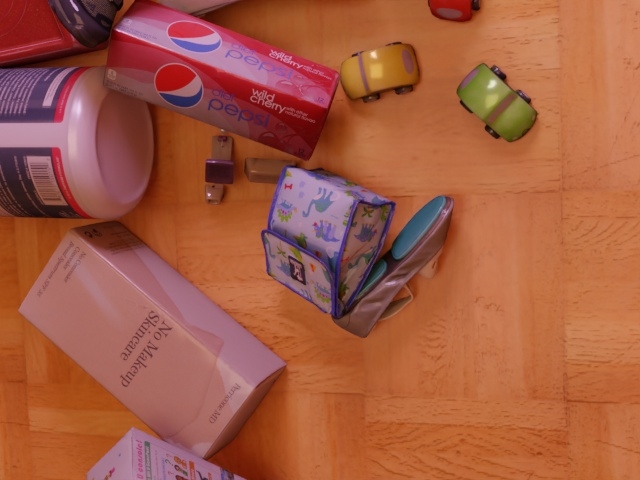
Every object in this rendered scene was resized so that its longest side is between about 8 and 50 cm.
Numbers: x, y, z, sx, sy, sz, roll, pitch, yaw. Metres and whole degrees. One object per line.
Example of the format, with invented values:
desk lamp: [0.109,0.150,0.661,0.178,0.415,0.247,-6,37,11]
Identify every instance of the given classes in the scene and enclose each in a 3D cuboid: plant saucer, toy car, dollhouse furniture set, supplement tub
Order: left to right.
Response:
plant saucer: [-0.427,-0.319,1.199,0.258,0.048,0.259,-9,127,11]
supplement tub: [-0.368,-0.123,1.237,0.272,0.191,0.191,2,97,17]
dollhouse furniture set: [-0.089,-0.099,1.249,0.114,0.091,0.081,4,55,-5]
toy car: [0.159,-0.205,1.134,0.225,0.053,0.239,45,107,8]

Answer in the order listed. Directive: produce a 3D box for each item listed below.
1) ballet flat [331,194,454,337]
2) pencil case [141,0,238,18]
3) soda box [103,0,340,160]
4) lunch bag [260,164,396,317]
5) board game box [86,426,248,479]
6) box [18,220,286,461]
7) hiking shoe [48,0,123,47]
ballet flat: [0.101,0.035,1.182,0.068,0.072,0.213,38,108,-18]
pencil case: [-0.089,-0.337,1.165,0.273,0.113,0.124,-9,76,17]
soda box: [-0.115,-0.192,1.154,0.263,0.092,0.083,19,130,-2]
lunch bag: [0.000,0.000,1.172,0.128,0.096,0.151,30,110,38]
board game box: [-0.119,0.377,1.126,0.303,0.224,0.097,35,110,-29]
box: [-0.214,0.126,1.253,0.311,0.121,0.148,38,105,10]
hiking shoe: [-0.235,-0.319,1.089,0.114,0.086,0.227,-20,54,28]
